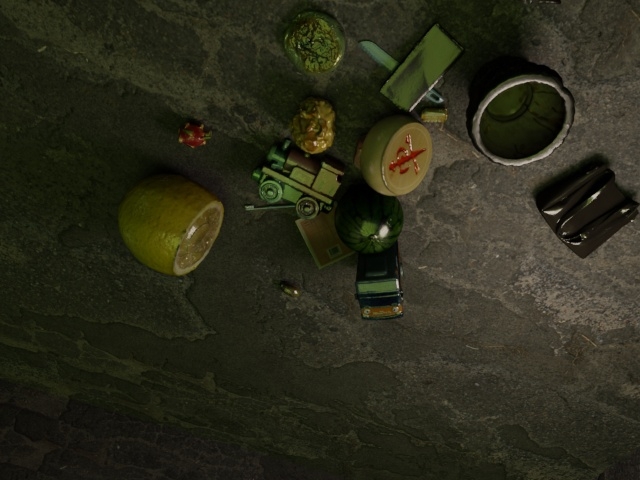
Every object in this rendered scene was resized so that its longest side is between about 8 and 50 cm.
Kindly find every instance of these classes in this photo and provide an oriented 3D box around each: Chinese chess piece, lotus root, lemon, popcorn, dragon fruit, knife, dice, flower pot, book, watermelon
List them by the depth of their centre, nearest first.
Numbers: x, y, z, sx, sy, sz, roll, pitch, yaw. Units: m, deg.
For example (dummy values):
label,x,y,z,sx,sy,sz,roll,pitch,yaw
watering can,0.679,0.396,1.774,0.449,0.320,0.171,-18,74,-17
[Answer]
label,x,y,z,sx,sy,sz,roll,pitch,yaw
flower pot,0.532,-0.380,1.291,0.266,0.267,0.267,4,128,6
knife,0.244,-0.505,1.397,0.312,0.019,0.044,33,125,-13
Chinese chess piece,0.239,-0.261,1.445,0.250,0.097,0.251,-18,121,-33
popcorn,-0.020,-0.359,1.451,0.170,0.180,0.180,5,138,-43
dice,0.160,-0.285,1.522,0.094,0.091,0.093,12,127,-3
dragon fruit,-0.421,-0.354,1.561,0.116,0.081,0.086,12,117,0
watermelon,0.164,-0.074,1.584,0.242,0.242,0.243,4,127,5
lemon,-0.545,-0.072,1.642,0.363,0.364,0.365,4,127,5
book,0.024,-0.018,1.755,0.170,0.018,0.242,-25,121,0
lotus root,-0.131,0.206,1.953,0.099,0.054,0.049,29,104,-14

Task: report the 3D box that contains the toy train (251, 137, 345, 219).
label,x,y,z,sx,sy,sz,roll,pitch,yaw
toy train,-0.076,-0.213,1.588,0.304,0.150,0.222,24,116,-8

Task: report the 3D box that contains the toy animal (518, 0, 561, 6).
label,x,y,z,sx,sy,sz,roll,pitch,yaw
toy animal,0.479,-0.714,1.158,0.195,0.091,0.324,-15,121,19

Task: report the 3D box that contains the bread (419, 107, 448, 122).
label,x,y,z,sx,sy,sz,roll,pitch,yaw
bread,0.354,-0.393,1.452,0.087,0.034,0.049,2,141,11

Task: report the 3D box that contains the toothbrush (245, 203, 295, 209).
label,x,y,z,sx,sy,sz,roll,pitch,yaw
toothbrush,-0.178,-0.127,1.735,0.219,0.016,0.019,-1,118,10

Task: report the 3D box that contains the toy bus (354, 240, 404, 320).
label,x,y,z,sx,sy,sz,roll,pitch,yaw
toy bus,0.215,0.117,1.672,0.161,0.324,0.194,-5,123,12

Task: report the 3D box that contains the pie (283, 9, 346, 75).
label,x,y,z,sx,sy,sz,roll,pitch,yaw
pie,-0.018,-0.574,1.363,0.186,0.041,0.187,4,128,6

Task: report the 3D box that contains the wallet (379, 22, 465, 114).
label,x,y,z,sx,sy,sz,roll,pitch,yaw
wallet,0.296,-0.499,1.369,0.124,0.025,0.244,36,115,-14

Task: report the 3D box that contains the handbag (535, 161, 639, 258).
label,x,y,z,sx,sy,sz,roll,pitch,yaw
handbag,0.897,-0.100,1.551,0.285,0.114,0.257,41,114,-20
